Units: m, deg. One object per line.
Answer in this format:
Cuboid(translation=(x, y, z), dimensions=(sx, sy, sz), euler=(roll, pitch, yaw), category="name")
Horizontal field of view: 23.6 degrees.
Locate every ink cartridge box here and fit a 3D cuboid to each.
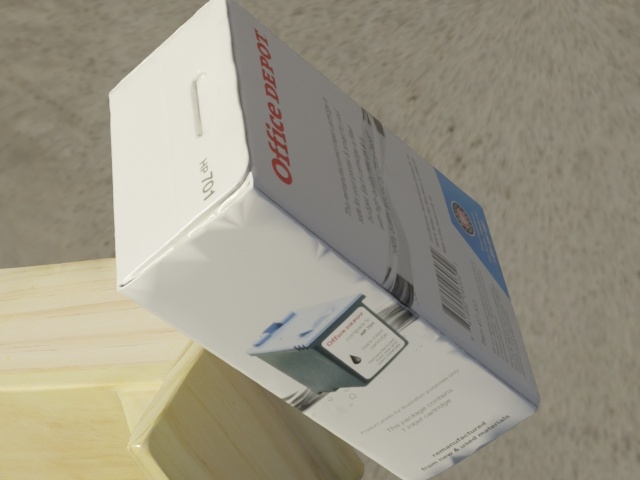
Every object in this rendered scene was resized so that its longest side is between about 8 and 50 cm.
Cuboid(translation=(0.001, 0.001, 0.684), dimensions=(0.082, 0.140, 0.190), euler=(-38, 126, 23), category="ink cartridge box")

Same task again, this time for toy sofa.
Cuboid(translation=(-0.155, 0.117, 0.980), dimensions=(0.362, 0.177, 0.150), euler=(-7, 127, 38), category="toy sofa")
